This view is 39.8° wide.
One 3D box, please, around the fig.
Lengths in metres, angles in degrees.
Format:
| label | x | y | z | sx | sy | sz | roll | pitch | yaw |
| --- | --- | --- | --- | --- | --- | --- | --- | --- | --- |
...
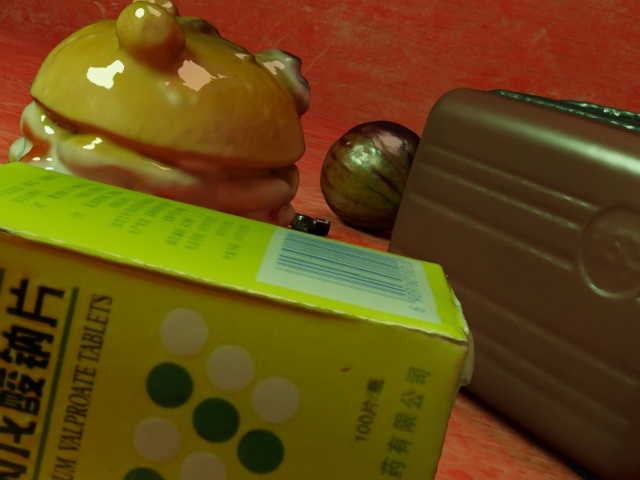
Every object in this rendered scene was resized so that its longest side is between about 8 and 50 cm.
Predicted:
| label | x | y | z | sx | sy | sz | roll | pitch | yaw |
| --- | --- | --- | --- | --- | --- | --- | --- | --- | --- |
| fig | 0.090 | -0.081 | 1.173 | 0.202 | 0.149 | 0.148 | 14 | 27 | 41 |

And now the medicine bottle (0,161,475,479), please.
| label | x | y | z | sx | sy | sz | roll | pitch | yaw |
| --- | --- | --- | --- | --- | --- | --- | --- | --- | --- |
| medicine bottle | -0.066 | 0.059 | 0.419 | 0.250 | 0.137 | 0.141 | 14 | 13 | 0 |

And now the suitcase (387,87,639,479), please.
| label | x | y | z | sx | sy | sz | roll | pitch | yaw |
| --- | --- | --- | --- | --- | --- | --- | --- | --- | --- |
| suitcase | 0.191 | 0.021 | 0.643 | 0.161 | 0.236 | 0.297 | 6 | 15 | -36 |

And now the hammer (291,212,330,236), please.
| label | x | y | z | sx | sy | sz | roll | pitch | yaw |
| --- | --- | --- | --- | --- | --- | --- | --- | --- | --- |
| hammer | 0.000 | 0.000 | 1.023 | 0.065 | 0.021 | 0.178 | 11 | 13 | -19 |

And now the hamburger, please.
| label | x | y | z | sx | sy | sz | roll | pitch | yaw |
| --- | --- | --- | --- | --- | --- | --- | --- | --- | --- |
| hamburger | -0.139 | -0.096 | 0.804 | 0.276 | 0.237 | 0.276 | 14 | 15 | -4 |
